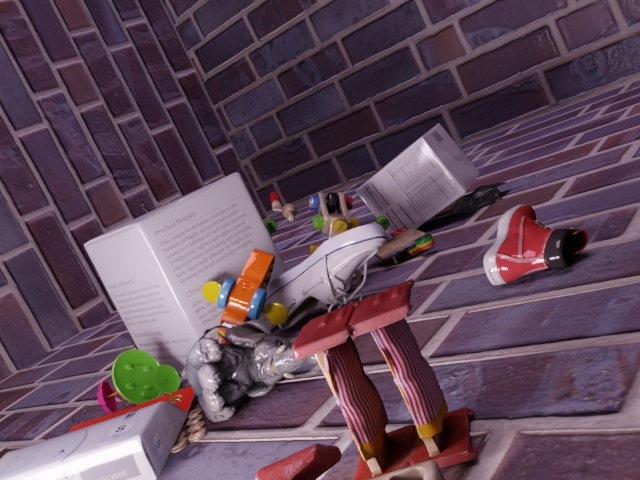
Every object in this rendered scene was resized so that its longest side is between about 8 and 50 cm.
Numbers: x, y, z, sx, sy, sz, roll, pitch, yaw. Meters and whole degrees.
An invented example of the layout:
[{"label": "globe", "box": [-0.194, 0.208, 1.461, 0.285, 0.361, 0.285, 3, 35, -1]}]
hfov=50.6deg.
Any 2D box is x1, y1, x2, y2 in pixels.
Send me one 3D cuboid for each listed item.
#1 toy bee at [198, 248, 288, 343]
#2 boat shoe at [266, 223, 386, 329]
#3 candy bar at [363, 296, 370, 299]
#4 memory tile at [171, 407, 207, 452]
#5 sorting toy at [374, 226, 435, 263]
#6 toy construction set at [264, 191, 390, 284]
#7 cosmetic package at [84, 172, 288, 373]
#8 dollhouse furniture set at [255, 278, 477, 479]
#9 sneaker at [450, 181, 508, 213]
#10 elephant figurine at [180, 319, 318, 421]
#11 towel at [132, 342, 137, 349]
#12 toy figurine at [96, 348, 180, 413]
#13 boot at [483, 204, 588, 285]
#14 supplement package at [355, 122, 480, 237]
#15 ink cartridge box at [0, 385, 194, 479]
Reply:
[{"label": "toy bee", "box": [-0.193, 0.161, 1.519, 0.298, 0.195, 0.162, -37, -28, -40]}, {"label": "boat shoe", "box": [0.020, 0.107, 1.543, 0.367, 0.156, 0.136, -34, -24, 29]}, {"label": "candy bar", "box": [0.132, 0.136, 1.446, 0.040, 0.018, 0.161, -30, 11, -25]}, {"label": "memory tile", "box": [-0.269, 0.364, 1.274, 0.113, 0.012, 0.148, -28, 10, -9]}, {"label": "sorting toy", "box": [0.207, 0.021, 1.786, 0.132, 0.046, 0.274, -27, 10, -5]}, {"label": "toy construction set", "box": [0.000, 0.000, 1.725, 0.257, 0.308, 0.237, -57, 16, 12]}, {"label": "cosmetic package", "box": [-0.321, 0.091, 1.736, 0.329, 0.394, 0.327, -33, 11, -40]}, {"label": "dollhouse furniture set", "box": [0.060, 0.206, 0.700, 0.152, 0.201, 0.374, -23, 9, 14]}, {"label": "sneaker", "box": [0.453, -0.123, 1.926, 0.170, 0.051, 0.089, -19, 10, 12]}, {"label": "elephant figurine", "box": [-0.123, 0.233, 1.285, 0.239, 0.186, 0.169, -19, -38, -25]}, {"label": "towel", "box": [-0.501, 0.321, 1.869, 0.021, 0.102, 0.237, -4, 5, -12]}, {"label": "toy figurine", "box": [-0.441, 0.344, 1.571, 0.173, 0.130, 0.159, 15, -39, -42]}, {"label": "boot", "box": [0.424, -0.009, 1.278, 0.176, 0.088, 0.244, -19, 20, 35]}, {"label": "supplement package", "box": [0.284, -0.169, 1.970, 0.262, 0.198, 0.199, -39, 1, 32]}, {"label": "ink cartridge box", "box": [-0.416, 0.362, 1.278, 0.308, 0.091, 0.385, -19, 11, 4]}]
